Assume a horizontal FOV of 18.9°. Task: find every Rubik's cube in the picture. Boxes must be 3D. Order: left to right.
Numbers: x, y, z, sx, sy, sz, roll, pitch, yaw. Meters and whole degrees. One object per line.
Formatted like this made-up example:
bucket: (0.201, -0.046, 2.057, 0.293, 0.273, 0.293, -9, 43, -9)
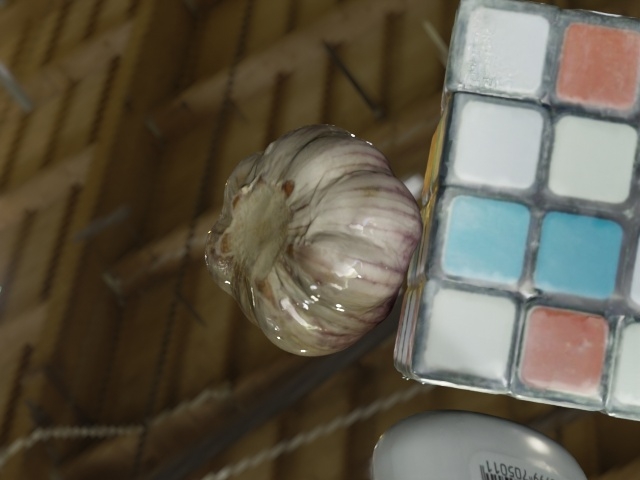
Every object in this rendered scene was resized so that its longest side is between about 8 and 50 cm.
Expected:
Rubik's cube: (0.195, -0.010, 1.314, 0.259, 0.256, 0.253, 56, 44, -88)

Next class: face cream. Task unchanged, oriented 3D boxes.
face cream: (0.107, 0.257, 0.987, 0.080, 0.163, 0.336, -29, -126, 34)

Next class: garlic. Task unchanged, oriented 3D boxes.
garlic: (0.000, 0.000, 1.210, 0.159, 0.102, 0.147, -7, -101, 51)
